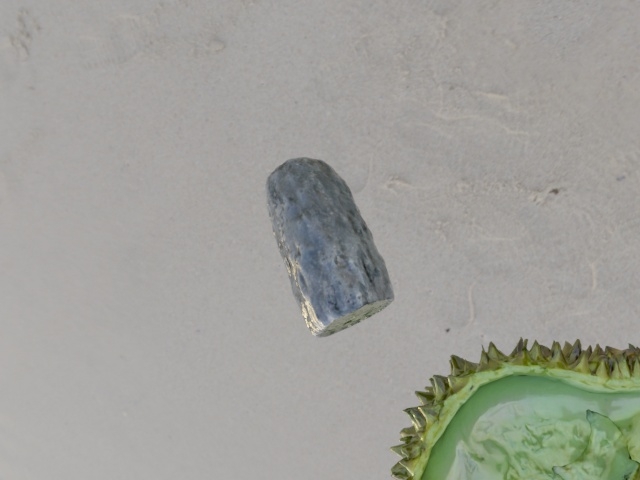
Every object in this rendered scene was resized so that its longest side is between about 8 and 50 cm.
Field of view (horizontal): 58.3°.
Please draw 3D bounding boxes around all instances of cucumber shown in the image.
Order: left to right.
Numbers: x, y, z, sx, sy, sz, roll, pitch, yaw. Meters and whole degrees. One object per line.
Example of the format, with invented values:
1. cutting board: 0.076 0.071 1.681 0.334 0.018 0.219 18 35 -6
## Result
1. cucumber: 0.001 0.002 0.362 0.064 0.064 0.112 -50 55 46

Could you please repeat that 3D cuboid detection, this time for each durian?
1. durian: 0.157 0.159 0.332 0.236 0.200 0.177 -11 135 5
